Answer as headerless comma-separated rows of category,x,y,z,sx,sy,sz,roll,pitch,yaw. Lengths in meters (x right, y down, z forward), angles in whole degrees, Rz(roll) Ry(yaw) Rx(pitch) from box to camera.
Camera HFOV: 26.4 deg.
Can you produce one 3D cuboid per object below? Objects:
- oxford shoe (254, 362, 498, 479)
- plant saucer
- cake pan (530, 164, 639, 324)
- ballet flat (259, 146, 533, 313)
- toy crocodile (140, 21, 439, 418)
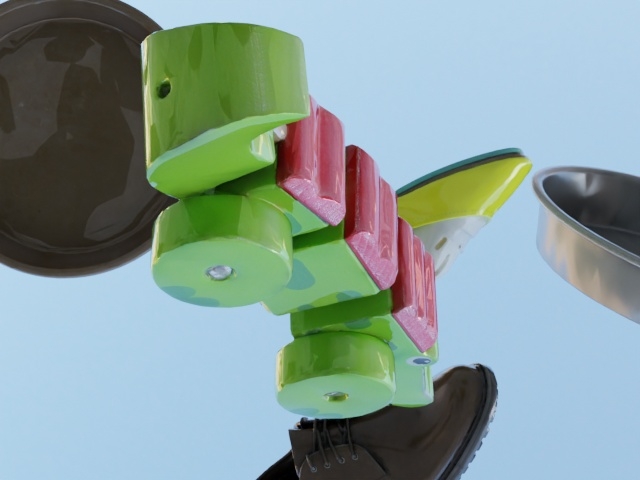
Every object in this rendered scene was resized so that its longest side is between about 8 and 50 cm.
oxford shoe,0.030,0.153,0.958,0.227,0.096,0.083,-42,-148,27
plant saucer,-0.245,-0.102,1.318,0.278,0.278,0.041,-29,-179,1
cake pan,0.303,0.019,1.112,0.293,0.054,0.293,16,-161,-6
ballet flat,0.052,0.000,1.008,0.231,0.077,0.077,-16,-105,8
toy crocodile,0.000,0.000,0.688,0.105,0.340,0.115,-12,-123,19
